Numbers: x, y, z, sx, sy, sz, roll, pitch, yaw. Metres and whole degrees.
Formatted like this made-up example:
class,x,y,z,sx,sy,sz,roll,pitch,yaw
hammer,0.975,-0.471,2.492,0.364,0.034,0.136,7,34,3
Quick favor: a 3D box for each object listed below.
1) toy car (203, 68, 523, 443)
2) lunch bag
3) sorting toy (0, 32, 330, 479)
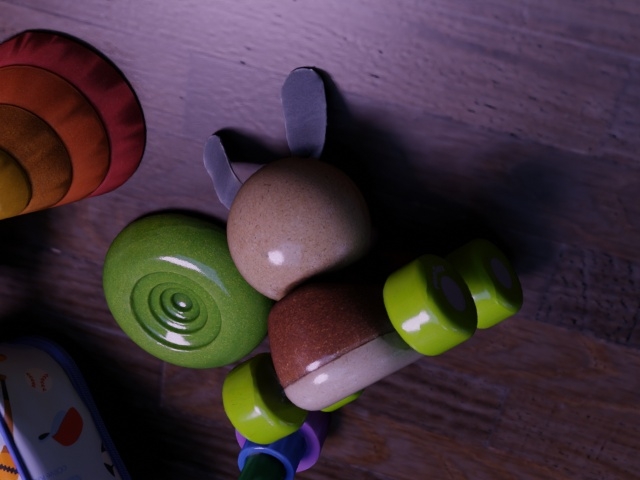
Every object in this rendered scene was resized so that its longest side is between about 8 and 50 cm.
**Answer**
class,x,y,z,sx,sy,sz,roll,pitch,yaw
toy car,0.000,0.000,0.591,0.155,0.149,0.188,-33,80,29
lunch bag,-0.284,0.229,0.769,0.303,0.115,0.243,-29,87,27
sorting toy,-0.121,0.046,0.636,0.127,0.126,0.365,-23,113,29
